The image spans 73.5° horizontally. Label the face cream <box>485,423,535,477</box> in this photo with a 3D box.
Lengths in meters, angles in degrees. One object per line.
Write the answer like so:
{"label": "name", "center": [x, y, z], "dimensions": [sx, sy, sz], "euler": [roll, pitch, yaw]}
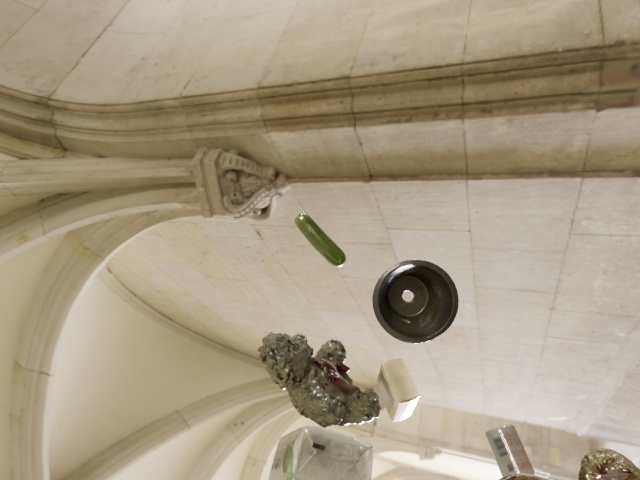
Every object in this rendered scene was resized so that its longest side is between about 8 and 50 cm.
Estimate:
{"label": "face cream", "center": [0.614, 0.719, 1.343], "dimensions": [0.101, 0.101, 0.251], "euler": [56, -164, -54]}

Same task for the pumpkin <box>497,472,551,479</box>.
{"label": "pumpkin", "center": [0.192, 0.335, 0.406], "dimensions": [0.219, 0.162, 0.218], "euler": [-36, -29, -23]}

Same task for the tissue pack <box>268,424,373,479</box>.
{"label": "tissue pack", "center": [-0.006, 0.768, 1.465], "dimensions": [0.356, 0.267, 0.193], "euler": [121, 165, -55]}

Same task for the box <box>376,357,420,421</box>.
{"label": "box", "center": [0.301, 0.591, 1.689], "dimensions": [0.211, 0.095, 0.168], "euler": [90, 160, -49]}

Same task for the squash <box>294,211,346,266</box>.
{"label": "squash", "center": [0.000, 0.000, 1.433], "dimensions": [0.229, 0.066, 0.066], "euler": [48, -146, -4]}

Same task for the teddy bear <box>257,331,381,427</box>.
{"label": "teddy bear", "center": [-0.031, 0.399, 1.318], "dimensions": [0.224, 0.357, 0.367], "euler": [-42, -58, 0]}

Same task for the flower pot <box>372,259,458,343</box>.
{"label": "flower pot", "center": [0.300, 0.193, 1.418], "dimensions": [0.166, 0.270, 0.268], "euler": [67, -153, -88]}

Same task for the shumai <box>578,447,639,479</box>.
{"label": "shumai", "center": [0.555, 0.464, 0.787], "dimensions": [0.105, 0.123, 0.139], "euler": [52, -164, -69]}
